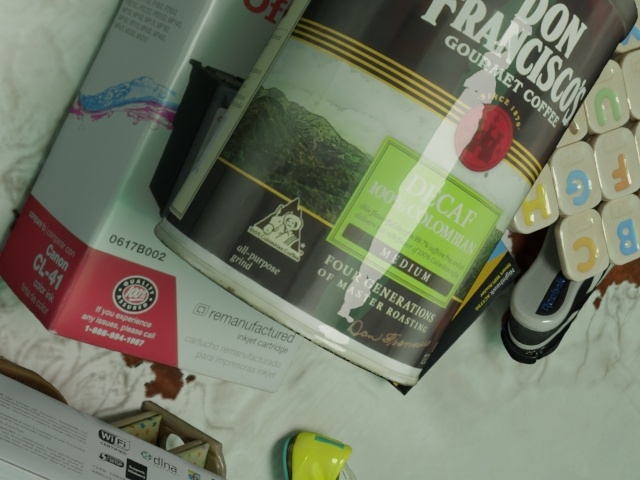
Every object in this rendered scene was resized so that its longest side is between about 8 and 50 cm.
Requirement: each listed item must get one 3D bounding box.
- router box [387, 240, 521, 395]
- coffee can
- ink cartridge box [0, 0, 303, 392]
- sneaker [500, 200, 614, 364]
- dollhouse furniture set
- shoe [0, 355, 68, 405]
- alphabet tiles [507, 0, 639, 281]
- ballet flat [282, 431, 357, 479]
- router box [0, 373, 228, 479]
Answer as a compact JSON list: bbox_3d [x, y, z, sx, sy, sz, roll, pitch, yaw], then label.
[{"bbox_3d":[0.103,0.047,1.054,0.179,0.046,0.133,-46,129,-8],"label":"router box"},{"bbox_3d":[0.047,-0.074,0.695,0.201,0.201,0.275,29,93,-39],"label":"coffee can"},{"bbox_3d":[-0.077,-0.058,0.832,0.226,0.131,0.306,22,99,-39],"label":"ink cartridge box"},{"bbox_3d":[0.259,0.043,1.150,0.217,0.079,0.121,-43,157,-31],"label":"sneaker"},{"bbox_3d":[-0.184,0.243,0.880,0.182,0.101,0.161,-10,118,-54],"label":"dollhouse furniture set"},{"bbox_3d":[-0.270,0.119,0.833,0.076,0.058,0.219,-56,143,-16],"label":"shoe"},{"bbox_3d":[0.287,-0.110,1.065,0.284,0.021,0.278,-19,103,-26],"label":"alphabet tiles"},{"bbox_3d":[0.010,0.296,1.078,0.077,0.077,0.231,1,115,11],"label":"ballet flat"},{"bbox_3d":[-0.234,0.261,0.793,0.335,0.082,0.301,31,113,-24],"label":"router box"}]
